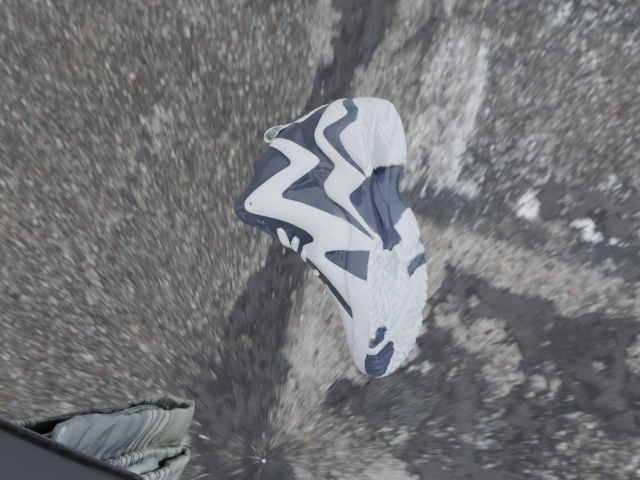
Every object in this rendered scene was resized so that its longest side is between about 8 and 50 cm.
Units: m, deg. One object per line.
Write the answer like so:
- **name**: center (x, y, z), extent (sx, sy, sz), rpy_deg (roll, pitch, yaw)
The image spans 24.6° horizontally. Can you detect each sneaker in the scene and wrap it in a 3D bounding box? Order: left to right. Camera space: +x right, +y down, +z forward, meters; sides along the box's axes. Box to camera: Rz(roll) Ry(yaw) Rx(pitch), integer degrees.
- **sneaker**: center (0.000, 0.000, 1.262), extent (0.153, 0.094, 0.235), rpy_deg (-4, 100, 38)

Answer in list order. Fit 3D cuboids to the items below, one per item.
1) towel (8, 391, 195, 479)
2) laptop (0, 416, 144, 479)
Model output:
- **towel**: center (-0.178, 0.255, 0.924), extent (0.056, 0.312, 0.324), rpy_deg (20, 94, 16)
- **laptop**: center (-0.283, 0.219, 0.550), extent (0.408, 0.236, 0.382), rpy_deg (19, 72, 21)
